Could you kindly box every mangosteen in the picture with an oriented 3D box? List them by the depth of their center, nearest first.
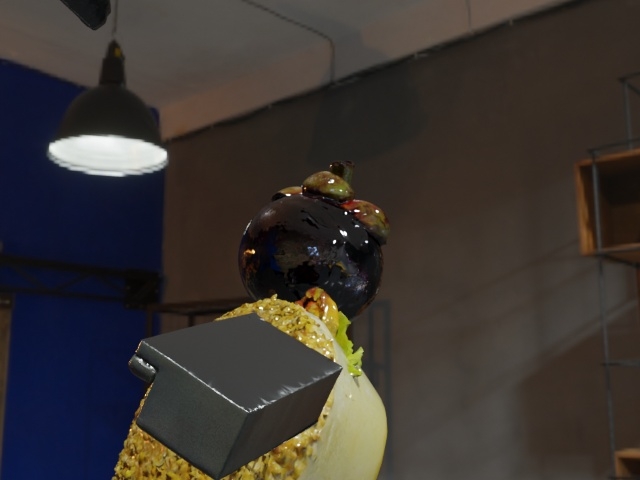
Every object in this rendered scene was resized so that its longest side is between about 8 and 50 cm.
[{"bbox_3d":[0.000,0.000,1.135,0.211,0.250,0.211,21,-13,5],"label":"mangosteen"}]

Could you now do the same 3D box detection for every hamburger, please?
[{"bbox_3d":[-0.076,0.186,0.770,0.276,0.294,0.179,-32,-65,33],"label":"hamburger"}]

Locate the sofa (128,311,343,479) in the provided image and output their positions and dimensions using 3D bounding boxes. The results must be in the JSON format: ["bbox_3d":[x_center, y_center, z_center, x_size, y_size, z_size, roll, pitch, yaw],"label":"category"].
[{"bbox_3d":[-0.055,0.097,0.520,0.085,0.060,0.147,30,13,18],"label":"sofa"}]

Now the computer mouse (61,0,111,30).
[{"bbox_3d":[-0.309,-0.341,0.885,0.137,0.086,0.270,44,-2,22],"label":"computer mouse"}]
